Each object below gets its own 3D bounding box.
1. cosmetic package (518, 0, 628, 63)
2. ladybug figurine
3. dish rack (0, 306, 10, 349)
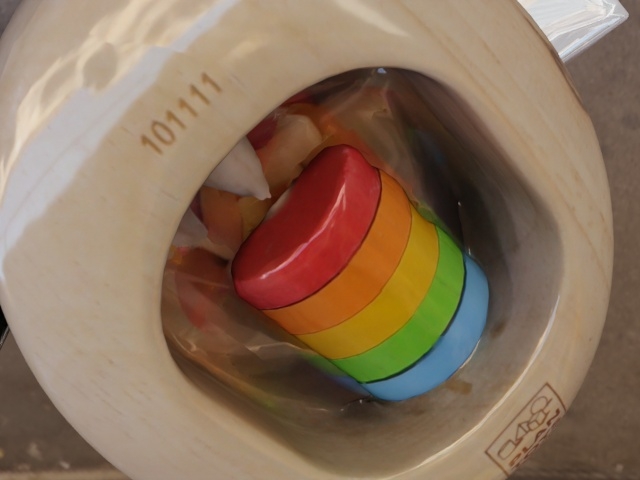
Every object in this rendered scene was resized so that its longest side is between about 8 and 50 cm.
[{"bbox_3d":[0.066,-0.100,0.958,0.097,0.284,0.377,53,168,1],"label":"cosmetic package"},{"bbox_3d":[0.000,0.000,0.586,0.162,0.305,0.449,38,174,48],"label":"ladybug figurine"},{"bbox_3d":[-0.432,0.004,1.093,0.271,0.208,0.074,34,149,-30],"label":"dish rack"}]
